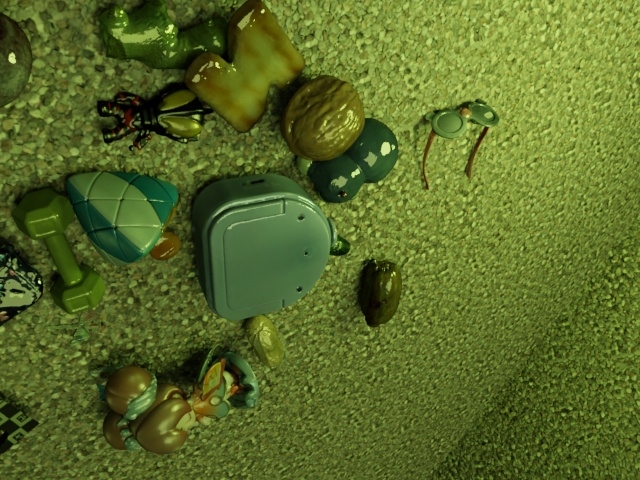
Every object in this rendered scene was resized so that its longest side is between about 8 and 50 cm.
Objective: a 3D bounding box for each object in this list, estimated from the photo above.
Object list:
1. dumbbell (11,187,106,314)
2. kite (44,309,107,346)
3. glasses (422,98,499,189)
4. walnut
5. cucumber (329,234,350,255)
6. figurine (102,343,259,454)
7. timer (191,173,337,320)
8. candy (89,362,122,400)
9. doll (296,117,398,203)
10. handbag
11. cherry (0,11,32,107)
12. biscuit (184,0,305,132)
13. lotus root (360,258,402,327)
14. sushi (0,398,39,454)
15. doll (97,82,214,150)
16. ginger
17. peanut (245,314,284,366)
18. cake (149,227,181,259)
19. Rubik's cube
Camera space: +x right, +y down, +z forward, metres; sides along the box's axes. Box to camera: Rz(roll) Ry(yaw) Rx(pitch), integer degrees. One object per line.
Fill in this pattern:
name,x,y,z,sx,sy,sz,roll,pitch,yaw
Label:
dumbbell,-0.578,0.030,1.385,0.121,0.108,0.302,-18,131,-13
kite,-0.616,0.213,1.573,0.152,0.005,0.137,11,113,-39
glasses,0.400,-0.291,1.886,0.234,0.118,0.268,-20,151,-24
walnut,0.001,-0.288,1.493,0.213,0.213,0.213,-19,131,-23
cucumber,0.000,0.000,1.802,0.227,0.069,0.069,18,110,-39
figurine,-0.393,0.444,1.739,0.388,0.248,0.277,-24,138,-43
timer,-0.141,0.006,1.623,0.394,0.173,0.395,-14,126,-20
candy,-0.577,0.388,1.711,0.088,0.038,0.136,-13,130,-13
doll,0.087,-0.214,1.659,0.258,0.154,0.228,-44,132,-9
handbag,-0.737,0.114,1.332,0.260,0.113,0.162,-37,131,-1
cherry,-0.606,-0.310,1.067,0.195,0.195,0.195,-19,131,-23
biscuit,-0.159,-0.371,1.356,0.237,0.062,0.290,-49,160,5
lotus root,0.199,0.172,2.028,0.122,0.124,0.241,-6,125,-19
sushi,-0.860,0.460,1.555,0.192,0.050,0.215,-40,131,-8
doll,-0.348,-0.266,1.343,0.248,0.088,0.127,-8,126,-26
ginger,-0.306,-0.413,1.263,0.289,0.089,0.137,5,107,-35
peanut,-0.166,0.310,1.898,0.090,0.098,0.214,-52,144,-29
cake,-0.393,0.009,1.548,0.084,0.044,0.084,-20,133,-24
Rubik's cube,-0.478,-0.051,1.396,0.254,0.254,0.255,-19,131,-23
